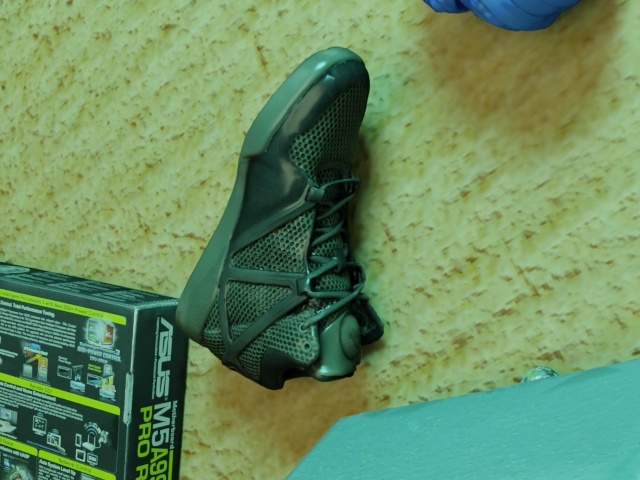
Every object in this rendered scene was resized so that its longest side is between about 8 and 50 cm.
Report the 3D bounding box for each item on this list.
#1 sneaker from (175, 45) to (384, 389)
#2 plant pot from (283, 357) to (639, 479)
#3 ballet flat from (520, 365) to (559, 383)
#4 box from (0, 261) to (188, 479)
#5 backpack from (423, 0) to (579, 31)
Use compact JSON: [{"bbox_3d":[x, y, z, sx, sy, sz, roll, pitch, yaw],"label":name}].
[{"bbox_3d":[0.000,0.000,0.661,0.130,0.087,0.227,37,115,27],"label":"sneaker"},{"bbox_3d":[0.080,0.222,0.480,0.247,0.252,0.247,-18,94,34],"label":"plant pot"},{"bbox_3d":[0.117,0.129,0.604,0.041,0.041,0.114,23,104,33],"label":"ballet flat"},{"bbox_3d":[-0.226,0.134,0.841,0.270,0.060,0.216,8,95,35],"label":"box"},{"bbox_3d":[0.096,-0.169,0.581,0.120,0.098,0.101,51,128,9],"label":"backpack"}]
